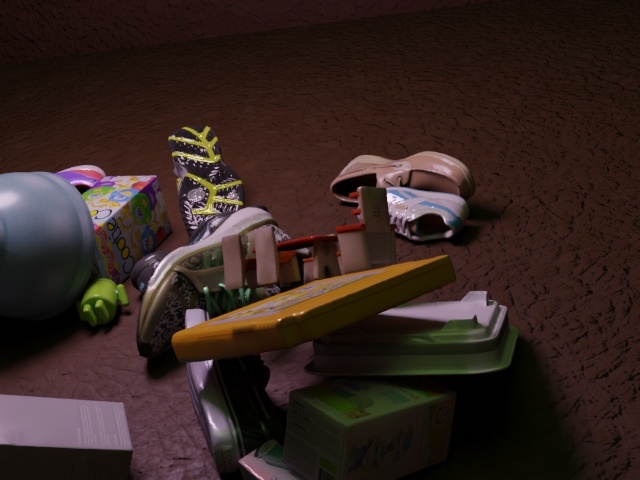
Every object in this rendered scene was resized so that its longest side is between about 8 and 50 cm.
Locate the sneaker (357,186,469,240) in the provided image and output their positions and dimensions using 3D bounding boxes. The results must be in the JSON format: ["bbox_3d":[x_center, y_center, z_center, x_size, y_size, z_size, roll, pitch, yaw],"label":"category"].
[{"bbox_3d":[0.174,-0.049,1.752,0.229,0.087,0.092,1,32,26],"label":"sneaker"}]

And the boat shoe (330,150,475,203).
[{"bbox_3d":[0.168,-0.109,1.847,0.341,0.121,0.110,4,34,47],"label":"boat shoe"}]

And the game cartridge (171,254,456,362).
[{"bbox_3d":[-0.017,0.095,1.231,0.285,0.052,0.324,-19,0,-36],"label":"game cartridge"}]

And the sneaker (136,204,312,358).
[{"bbox_3d":[-0.161,0.081,1.585,0.182,0.158,0.410,22,44,26],"label":"sneaker"}]

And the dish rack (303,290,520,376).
[{"bbox_3d":[0.142,0.130,1.300,0.286,0.072,0.333,-2,5,15],"label":"dish rack"}]

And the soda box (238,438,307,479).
[{"bbox_3d":[-0.028,0.329,1.134,0.063,0.058,0.183,-28,33,-30],"label":"soda box"}]

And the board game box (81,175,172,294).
[{"bbox_3d":[-0.451,-0.016,1.856,0.144,0.142,0.275,0,29,21],"label":"board game box"}]

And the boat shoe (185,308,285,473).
[{"bbox_3d":[-0.134,0.221,1.346,0.119,0.121,0.335,-9,36,-15],"label":"boat shoe"}]

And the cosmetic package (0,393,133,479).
[{"bbox_3d":[-0.387,0.285,1.207,0.238,0.107,0.127,7,21,-20],"label":"cosmetic package"}]

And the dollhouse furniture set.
[{"bbox_3d":[0.000,0.000,1.494,0.259,0.135,0.262,-11,-7,40],"label":"dollhouse furniture set"}]

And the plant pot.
[{"bbox_3d":[-0.598,0.008,1.641,0.293,0.293,0.196,4,0,27],"label":"plant pot"}]

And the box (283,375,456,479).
[{"bbox_3d":[0.066,0.243,1.150,0.203,0.103,0.114,-6,19,-40],"label":"box"}]

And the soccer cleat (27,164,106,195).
[{"bbox_3d":[-0.683,-0.107,2.164,0.318,0.108,0.116,-11,31,-6],"label":"soccer cleat"}]

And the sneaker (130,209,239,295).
[{"bbox_3d":[-0.235,0.041,1.728,0.267,0.101,0.106,-33,43,-11],"label":"sneaker"}]

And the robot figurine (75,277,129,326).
[{"bbox_3d":[-0.418,0.115,1.676,0.101,0.067,0.115,-22,27,5],"label":"robot figurine"}]

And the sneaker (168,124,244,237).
[{"bbox_3d":[-0.243,-0.096,1.955,0.145,0.147,0.384,-11,45,-6],"label":"sneaker"}]
